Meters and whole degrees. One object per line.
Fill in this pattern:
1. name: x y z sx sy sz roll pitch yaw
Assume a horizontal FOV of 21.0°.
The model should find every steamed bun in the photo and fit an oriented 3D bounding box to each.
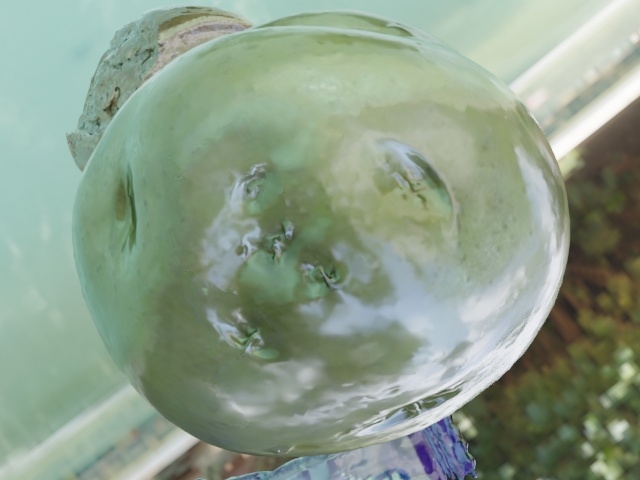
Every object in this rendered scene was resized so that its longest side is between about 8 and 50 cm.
1. steamed bun: -0.136 -0.123 1.430 0.175 0.106 0.145 -54 -150 -9

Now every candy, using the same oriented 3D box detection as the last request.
1. candy: 0.007 0.237 1.565 0.275 0.145 0.070 -23 164 -3

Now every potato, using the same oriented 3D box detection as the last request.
1. potato: 0.000 0.000 0.891 0.243 0.221 0.326 -27 177 -3
